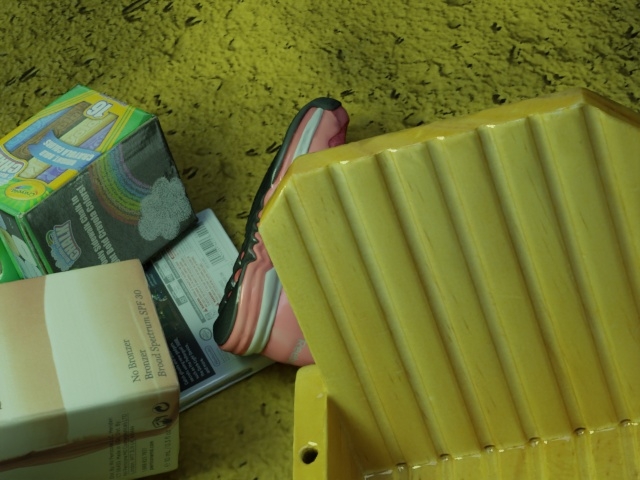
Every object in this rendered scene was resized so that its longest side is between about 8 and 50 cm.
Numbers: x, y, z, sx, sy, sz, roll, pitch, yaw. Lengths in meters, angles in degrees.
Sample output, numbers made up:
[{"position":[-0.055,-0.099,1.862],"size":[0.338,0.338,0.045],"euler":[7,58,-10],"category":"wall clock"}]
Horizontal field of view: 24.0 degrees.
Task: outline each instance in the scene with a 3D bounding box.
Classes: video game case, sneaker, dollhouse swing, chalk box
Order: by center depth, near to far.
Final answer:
[{"position":[0.129,0.123,1.075],"size":[0.347,0.305,0.315],"euler":[-12,46,14],"category":"dollhouse swing"},{"position":[0.000,0.001,1.389],"size":[0.136,0.116,0.314],"euler":[22,48,-7],"category":"sneaker"},{"position":[-0.139,0.073,1.397],"size":[0.173,0.022,0.190],"euler":[-27,52,-10],"category":"video game case"},{"position":[-0.247,-0.025,1.403],"size":[0.213,0.132,0.132],"euler":[-39,41,-25],"category":"chalk box"}]

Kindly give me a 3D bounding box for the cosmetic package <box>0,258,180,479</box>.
[{"position":[-0.275,0.129,1.240],"size":[0.296,0.129,0.153],"euler":[-12,51,-16],"category":"cosmetic package"}]
